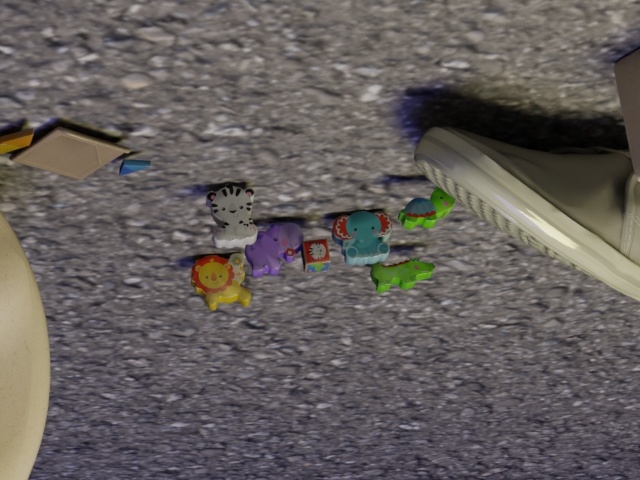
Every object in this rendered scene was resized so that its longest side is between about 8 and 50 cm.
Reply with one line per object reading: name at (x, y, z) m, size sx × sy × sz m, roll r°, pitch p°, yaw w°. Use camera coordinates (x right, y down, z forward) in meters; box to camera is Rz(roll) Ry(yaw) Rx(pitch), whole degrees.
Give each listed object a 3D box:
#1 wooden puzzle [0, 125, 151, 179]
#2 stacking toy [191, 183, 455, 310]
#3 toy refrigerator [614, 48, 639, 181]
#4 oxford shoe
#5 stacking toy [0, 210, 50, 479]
wooden puzzle at (-0.194, -0.069, 1.410) m, size 0.079 × 0.014 × 0.116 m, roll -18°, pitch 155°, yaw 35°
stacking toy at (0.000, 0.000, 1.586) m, size 0.221 × 0.052 × 0.167 m, roll -6°, pitch 159°, yaw -8°
toy refrigerator at (0.348, -0.130, 1.308) m, size 0.094 × 0.102 × 0.269 m, roll 14°, pitch 149°, yaw -40°
oxford shoe at (0.257, -0.023, 1.520) m, size 0.449 × 0.169 × 0.130 m, roll 22°, pitch 101°, yaw -36°
stacking toy at (-0.480, 0.112, 1.425) m, size 0.480 × 0.350 × 0.351 m, roll -11°, pitch 160°, yaw 39°
